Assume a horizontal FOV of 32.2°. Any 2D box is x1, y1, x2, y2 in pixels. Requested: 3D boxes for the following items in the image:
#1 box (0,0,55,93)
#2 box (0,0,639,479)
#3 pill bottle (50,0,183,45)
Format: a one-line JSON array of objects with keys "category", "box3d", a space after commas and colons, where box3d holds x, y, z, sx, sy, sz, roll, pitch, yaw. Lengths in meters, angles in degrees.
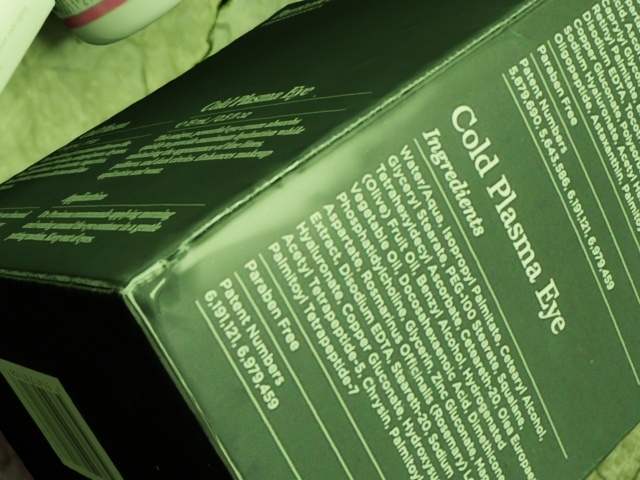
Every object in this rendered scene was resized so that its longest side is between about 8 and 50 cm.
[{"category": "box", "box3d": [-0.211, -0.107, 0.559, 0.102, 0.087, 0.101, 36, 73, -30]}, {"category": "box", "box3d": [0.000, 0.000, 0.552, 0.312, 0.343, 0.179, -38, 110, -26]}, {"category": "pill bottle", "box3d": [-0.150, -0.253, 0.550, 0.160, 0.160, 0.283, -51, 118, -21]}]
